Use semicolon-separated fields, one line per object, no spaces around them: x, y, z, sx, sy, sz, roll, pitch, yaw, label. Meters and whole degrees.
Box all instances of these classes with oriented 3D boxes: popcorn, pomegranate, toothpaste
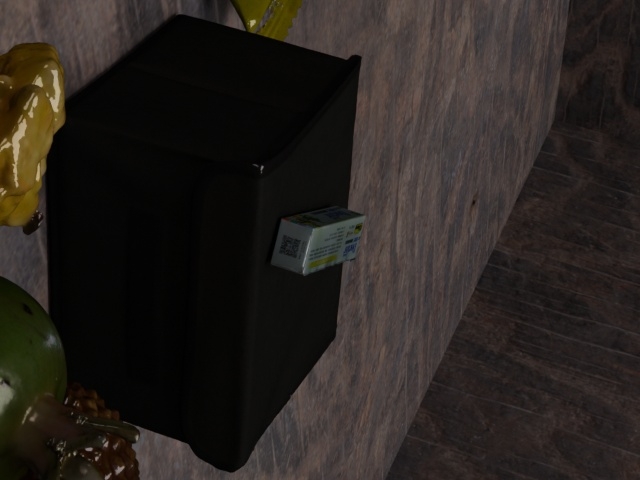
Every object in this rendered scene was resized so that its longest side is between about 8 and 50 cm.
-0.243;-0.073;0.998;0.167;0.148;0.152;-55;135;-9;popcorn
-0.243;0.124;1.060;0.181;0.224;0.181;-56;163;-27;pomegranate
0.000;0.000;1.320;0.164;0.034;0.046;-16;121;-71;toothpaste

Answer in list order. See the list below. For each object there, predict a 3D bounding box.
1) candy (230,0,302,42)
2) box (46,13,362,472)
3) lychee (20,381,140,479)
-0.060;-0.337;1.440;0.187;0.081;0.297;-62;150;-31;candy
-0.107;-0.005;1.395;0.251;0.204;0.345;-52;154;-51;box
-0.241;0.226;1.227;0.200;0.200;0.238;-23;131;-69;lychee
